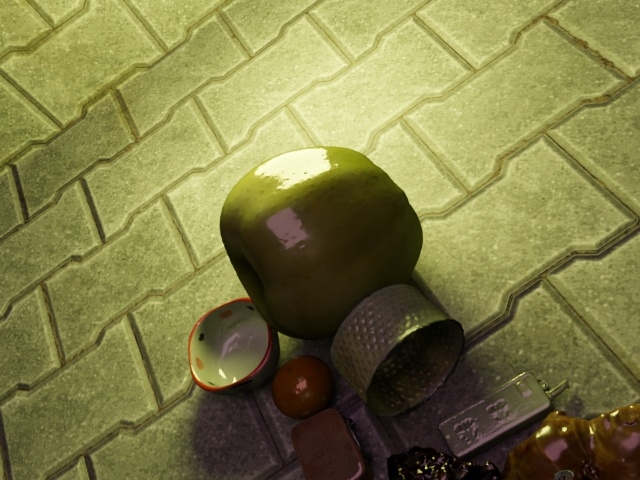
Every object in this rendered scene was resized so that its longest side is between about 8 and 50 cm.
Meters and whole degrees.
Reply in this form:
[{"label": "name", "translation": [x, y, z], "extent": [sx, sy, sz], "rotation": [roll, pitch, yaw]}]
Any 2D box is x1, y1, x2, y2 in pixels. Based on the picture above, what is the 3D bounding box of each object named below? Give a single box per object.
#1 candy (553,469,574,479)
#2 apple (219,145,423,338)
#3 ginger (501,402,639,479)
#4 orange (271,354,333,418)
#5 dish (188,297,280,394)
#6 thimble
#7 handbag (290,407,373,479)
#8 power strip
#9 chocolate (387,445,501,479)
[{"label": "candy", "translation": [0.439, 0.492, 1.218], "extent": [0.045, 0.043, 0.175], "rotation": [-14, 86, 29]}, {"label": "apple", "translation": [0.000, 0.000, 1.649], "extent": [0.473, 0.473, 0.473], "rotation": [-13, 56, 20]}, {"label": "ginger", "translation": [0.494, 0.458, 1.302], "extent": [0.357, 0.152, 0.274], "rotation": [-17, 84, 21]}, {"label": "orange", "translation": [-0.039, 0.348, 1.647], "extent": [0.156, 0.124, 0.156], "rotation": [-29, 24, 15]}, {"label": "dish", "translation": [-0.207, 0.282, 1.778], "extent": [0.256, 0.117, 0.256], "rotation": [-13, 57, 20]}, {"label": "thimble", "translation": [0.171, 0.237, 1.524], "extent": [0.271, 0.271, 0.150], "rotation": [-44, 49, -4]}, {"label": "handbag", "translation": [0.030, 0.483, 1.566], "extent": [0.151, 0.072, 0.193], "rotation": [-31, 50, 6]}, {"label": "power strip", "translation": [0.391, 0.362, 1.470], "extent": [0.288, 0.053, 0.093], "rotation": [-33, 51, 6]}, {"label": "chocolate", "translation": [0.259, 0.469, 1.353], "extent": [0.177, 0.224, 0.206], "rotation": [-35, 55, 8]}]
